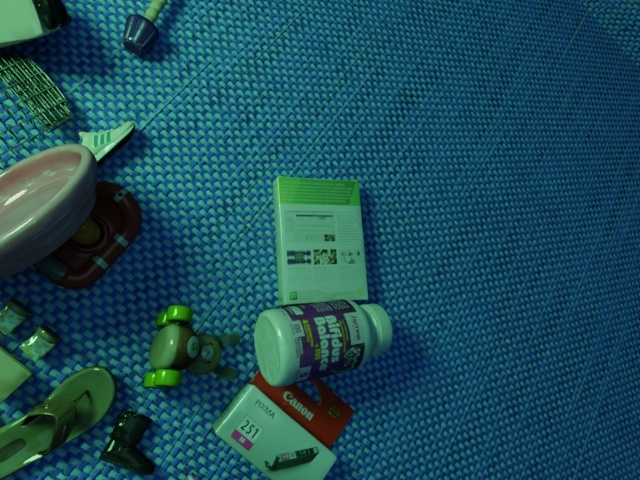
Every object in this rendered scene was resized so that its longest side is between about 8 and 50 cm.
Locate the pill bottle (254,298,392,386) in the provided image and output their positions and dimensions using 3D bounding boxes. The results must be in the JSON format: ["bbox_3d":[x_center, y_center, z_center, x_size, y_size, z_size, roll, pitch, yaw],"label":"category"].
[{"bbox_3d":[0.013,0.227,1.027,0.301,0.169,0.170,-4,82,-30],"label":"pill bottle"}]

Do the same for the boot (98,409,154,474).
[{"bbox_3d":[-0.379,0.413,0.905,0.121,0.045,0.099,29,67,-15],"label":"boot"}]

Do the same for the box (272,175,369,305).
[{"bbox_3d":[0.000,0.000,1.133,0.232,0.058,0.323,0,81,-23],"label":"box"}]

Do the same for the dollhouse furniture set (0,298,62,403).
[{"bbox_3d":[-0.636,0.185,0.773,0.242,0.161,0.212,46,67,-9],"label":"dollhouse furniture set"}]

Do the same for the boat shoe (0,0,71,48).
[{"bbox_3d":[-0.691,-0.451,0.907,0.340,0.158,0.127,-6,120,-2],"label":"boat shoe"}]

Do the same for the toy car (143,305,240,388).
[{"bbox_3d":[-0.258,0.240,0.942,0.188,0.149,0.155,18,63,-30],"label":"toy car"}]

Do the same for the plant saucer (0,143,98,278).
[{"bbox_3d":[-0.546,-0.047,0.803,0.332,0.332,0.084,-46,134,-23],"label":"plant saucer"}]

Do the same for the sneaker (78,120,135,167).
[{"bbox_3d":[-0.485,-0.223,0.969,0.075,0.057,0.161,45,70,-15],"label":"sneaker"}]

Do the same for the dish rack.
[{"bbox_3d":[-0.671,-0.256,0.894,0.271,0.074,0.208,-43,99,-25],"label":"dish rack"}]

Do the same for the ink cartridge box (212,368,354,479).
[{"bbox_3d":[-0.068,0.422,1.024,0.275,0.060,0.239,44,69,-10],"label":"ink cartridge box"}]

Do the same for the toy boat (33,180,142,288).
[{"bbox_3d":[-0.469,-0.019,0.886,0.151,0.151,0.231,40,68,-12],"label":"toy boat"}]

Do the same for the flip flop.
[{"bbox_3d":[-0.520,0.350,0.835,0.277,0.080,0.112,-31,93,-24],"label":"flip flop"}]

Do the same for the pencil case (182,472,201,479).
[{"bbox_3d":[-0.306,0.572,0.879,0.086,0.088,0.206,48,66,-10],"label":"pencil case"}]

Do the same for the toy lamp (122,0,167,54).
[{"bbox_3d":[-0.395,-0.569,1.063,0.080,0.080,0.275,24,69,-17],"label":"toy lamp"}]
